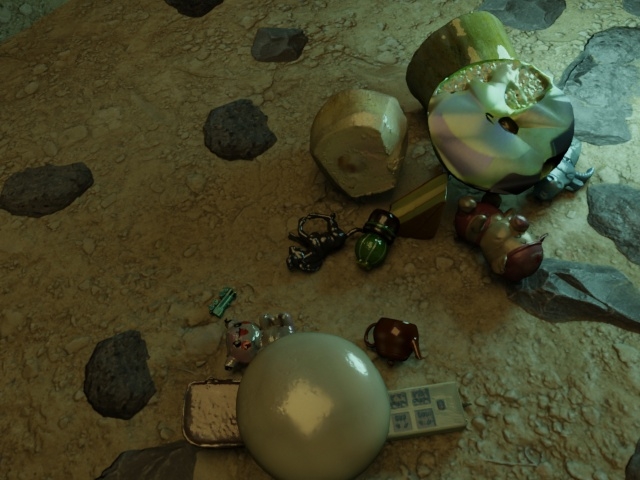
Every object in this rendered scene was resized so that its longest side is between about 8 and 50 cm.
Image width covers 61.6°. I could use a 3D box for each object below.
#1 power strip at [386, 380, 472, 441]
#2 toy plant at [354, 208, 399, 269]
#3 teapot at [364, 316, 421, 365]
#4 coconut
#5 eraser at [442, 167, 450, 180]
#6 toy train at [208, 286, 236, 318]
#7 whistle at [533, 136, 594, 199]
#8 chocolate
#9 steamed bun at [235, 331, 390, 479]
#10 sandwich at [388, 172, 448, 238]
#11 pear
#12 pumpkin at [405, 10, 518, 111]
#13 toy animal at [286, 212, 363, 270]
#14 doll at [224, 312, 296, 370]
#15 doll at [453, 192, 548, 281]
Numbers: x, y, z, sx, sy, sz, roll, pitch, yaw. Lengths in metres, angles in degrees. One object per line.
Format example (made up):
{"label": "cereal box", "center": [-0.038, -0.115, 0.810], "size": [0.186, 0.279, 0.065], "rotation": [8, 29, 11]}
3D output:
{"label": "power strip", "center": [0.160, 0.396, 1.216], "size": [0.367, 0.043, 0.106], "rotation": [-9, 56, 1]}
{"label": "toy plant", "center": [0.148, 0.001, 1.451], "size": [0.092, 0.093, 0.163], "rotation": [23, 81, 21]}
{"label": "teapot", "center": [0.173, 0.245, 1.289], "size": [0.173, 0.116, 0.116], "rotation": [5, 52, 43]}
{"label": "coconut", "center": [0.115, -0.294, 1.552], "size": [0.297, 0.297, 0.255], "rotation": [5, 42, 10]}
{"label": "eraser", "center": [0.382, -0.213, 1.624], "size": [0.027, 0.019, 0.099], "rotation": [-3, 54, 21]}
{"label": "toy train", "center": [-0.261, 0.164, 1.437], "size": [0.045, 0.029, 0.092], "rotation": [29, 62, 15]}
{"label": "whistle", "center": [0.686, -0.209, 1.542], "size": [0.180, 0.093, 0.269], "rotation": [36, 64, 5]}
{"label": "chocolate", "center": [-0.185, 0.401, 1.230], "size": [0.261, 0.083, 0.161], "rotation": [2, 56, -3]}
{"label": "steamed bun", "center": [-0.015, 0.340, 1.108], "size": [0.324, 0.206, 0.325], "rotation": [1, 58, -2]}
{"label": "sandwich", "center": [0.262, -0.101, 1.467], "size": [0.144, 0.187, 0.117], "rotation": [10, 57, 6]}
{"label": "pear", "center": [0.477, -0.296, 1.491], "size": [0.398, 0.165, 0.399], "rotation": [0, 78, 0]}
{"label": "pumpkin", "center": [0.450, -0.493, 1.626], "size": [0.332, 0.332, 0.199], "rotation": [-20, 57, -7]}
{"label": "toy animal", "center": [0.000, 0.000, 1.499], "size": [0.232, 0.084, 0.148], "rotation": [-25, 69, -12]}
{"label": "doll", "center": [-0.155, 0.247, 1.327], "size": [0.191, 0.095, 0.149], "rotation": [-5, 49, 5]}
{"label": "doll", "center": [0.471, -0.015, 1.396], "size": [0.196, 0.152, 0.256], "rotation": [-31, 58, -12]}
